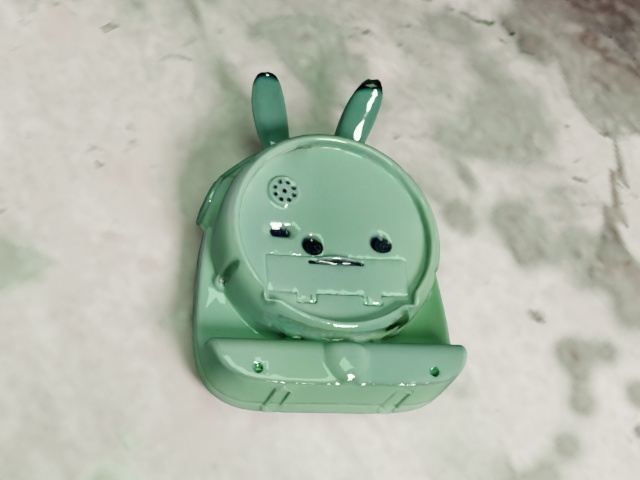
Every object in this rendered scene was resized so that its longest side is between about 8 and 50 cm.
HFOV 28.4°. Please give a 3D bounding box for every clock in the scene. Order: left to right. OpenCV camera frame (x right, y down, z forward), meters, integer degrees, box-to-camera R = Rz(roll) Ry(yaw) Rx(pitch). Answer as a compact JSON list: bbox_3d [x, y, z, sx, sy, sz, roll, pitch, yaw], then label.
[{"bbox_3d":[0.000,0.000,0.494,0.101,0.041,0.135,1,65,-16],"label":"clock"}]
